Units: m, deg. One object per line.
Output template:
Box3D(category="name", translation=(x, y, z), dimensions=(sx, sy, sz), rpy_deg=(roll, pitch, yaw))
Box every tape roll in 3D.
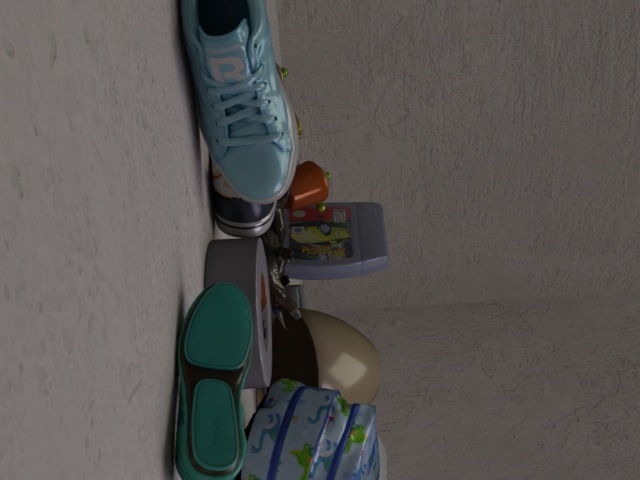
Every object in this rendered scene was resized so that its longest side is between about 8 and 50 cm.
Box3D(category="tape roll", translation=(-0.115, 0.105, 1.185), dimensions=(0.219, 0.072, 0.219), rpy_deg=(-3, 90, -89))

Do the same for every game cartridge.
Box3D(category="game cartridge", translation=(0.000, 0.000, 1.809), dimensions=(0.060, 0.294, 0.196), rpy_deg=(90, -2, -51))

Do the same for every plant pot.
Box3D(category="plant pot", translation=(0.019, 0.284, 1.759), dimensions=(0.284, 0.191, 0.284), rpy_deg=(-179, -90, -65))

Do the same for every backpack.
Box3D(category="backpack", translation=(-0.019, 0.385, 1.329), dimensions=(0.290, 0.273, 0.356), rpy_deg=(-56, 137, -45))

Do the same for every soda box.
Box3D(category="soda box", translation=(-0.088, 0.158, 1.994), dimensions=(0.286, 0.091, 0.098), rpy_deg=(66, 20, -87))

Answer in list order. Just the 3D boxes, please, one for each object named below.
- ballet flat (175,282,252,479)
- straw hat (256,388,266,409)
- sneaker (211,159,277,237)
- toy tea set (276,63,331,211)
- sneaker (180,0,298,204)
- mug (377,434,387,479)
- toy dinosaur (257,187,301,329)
Box3D(category="ballet flat", translation=(-0.122, 0.160, 0.886), dimensions=(0.247, 0.083, 0.087), rpy_deg=(-93, -157, -43))
Box3D(category="straw hat", translation=(-0.096, 0.355, 1.704), dimensions=(0.144, 0.061, 0.145), rpy_deg=(-3, 90, -89))
Box3D(category="sneaker", translation=(-0.102, -0.149, 1.295), dimensions=(0.321, 0.126, 0.127), rpy_deg=(-90, -178, -52))
Box3D(category="toy tea set", translation=(-0.067, -0.219, 1.755), dimensions=(0.200, 0.124, 0.336), rpy_deg=(36, -38, 45))
Box3D(category="sneaker", translation=(-0.119, -0.217, 1.048), dimensions=(0.150, 0.135, 0.366), rpy_deg=(-56, 134, -76))
Box3D(category="mug", translation=(0.013, 0.687, 2.136), dimensions=(0.374, 0.276, 0.328), rpy_deg=(-63, 179, 11))
Box3D(category="toy dinosaur", translation=(-0.109, 0.009, 1.649), dimensions=(0.160, 0.121, 0.314), rpy_deg=(110, -27, -61))
